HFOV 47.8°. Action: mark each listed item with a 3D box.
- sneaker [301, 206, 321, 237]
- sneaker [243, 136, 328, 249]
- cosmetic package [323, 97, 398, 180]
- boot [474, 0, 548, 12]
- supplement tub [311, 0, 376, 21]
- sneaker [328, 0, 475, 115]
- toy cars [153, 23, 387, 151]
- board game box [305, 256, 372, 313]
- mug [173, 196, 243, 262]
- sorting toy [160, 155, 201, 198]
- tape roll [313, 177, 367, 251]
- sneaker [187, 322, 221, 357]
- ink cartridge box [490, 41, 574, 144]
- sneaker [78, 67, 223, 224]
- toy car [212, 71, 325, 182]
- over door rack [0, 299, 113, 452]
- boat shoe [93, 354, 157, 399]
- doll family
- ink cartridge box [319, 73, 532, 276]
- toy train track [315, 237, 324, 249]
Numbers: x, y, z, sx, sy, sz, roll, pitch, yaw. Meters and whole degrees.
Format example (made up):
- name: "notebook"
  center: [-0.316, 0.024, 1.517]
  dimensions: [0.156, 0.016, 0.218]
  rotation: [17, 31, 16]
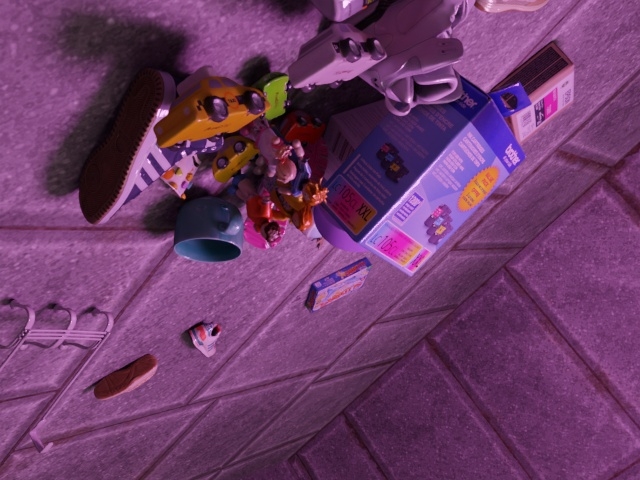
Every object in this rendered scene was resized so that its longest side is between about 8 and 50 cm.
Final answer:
- name: "sneaker"
  center: [0.125, -0.064, 1.746]
  dimensions: [0.365, 0.150, 0.135]
  rotation: [-23, 154, -29]
- name: "sneaker"
  center: [-0.078, -0.110, 1.445]
  dimensions: [0.252, 0.103, 0.111]
  rotation: [-55, -162, 8]
- name: "cosmetic package"
  center: [0.114, -0.181, 1.495]
  dimensions: [0.183, 0.151, 0.151]
  rotation: [-21, 153, -30]
- name: "boot"
  center: [0.388, -0.512, 1.338]
  dimensions: [0.213, 0.077, 0.165]
  rotation: [-18, 150, -31]
- name: "supplement tub"
  center: [0.073, -0.406, 1.033]
  dimensions: [0.190, 0.117, 0.117]
  rotation: [-32, 158, -9]
- name: "sneaker"
  center: [0.206, -0.358, 1.197]
  dimensions: [0.365, 0.210, 0.137]
  rotation: [-34, 158, -4]
- name: "toy cars"
  center: [-0.070, -0.236, 1.034]
  dimensions: [0.393, 0.087, 0.176]
  rotation: [-27, -178, -18]
- name: "board game box"
  center: [0.054, 0.136, 2.193]
  dimensions: [0.201, 0.035, 0.136]
  rotation: [-25, 155, -25]
- name: "mug"
  center: [-0.198, -0.027, 1.369]
  dimensions: [0.157, 0.098, 0.129]
  rotation: [-8, 156, 19]
- name: "sorting toy"
  center: [-0.239, -0.120, 1.265]
  dimensions: [0.075, 0.044, 0.083]
  rotation: [-53, 160, -10]
- name: "tape roll"
  center: [0.080, -0.074, 1.609]
  dimensions: [0.188, 0.189, 0.080]
  rotation: [-28, 157, -19]
- name: "sneaker"
  center: [-0.290, 0.259, 1.907]
  dimensions: [0.075, 0.057, 0.161]
  rotation: [-29, 155, -2]
- name: "ink cartridge box"
  center: [0.544, -0.365, 1.841]
  dimensions: [0.193, 0.088, 0.234]
  rotation: [-38, 157, 7]
- name: "sneaker"
  center: [-0.257, -0.132, 1.124]
  dimensions: [0.153, 0.099, 0.282]
  rotation: [-2, 137, -51]
- name: "toy car"
  center: [-0.091, -0.217, 1.256]
  dimensions: [0.239, 0.053, 0.225]
  rotation: [-28, 156, -22]
- name: "over door rack"
  center: [-0.573, 0.263, 1.401]
  dimensions: [0.324, 0.108, 0.239]
  rotation: [-61, 155, 5]
- name: "boat shoe"
  center: [-0.481, 0.352, 1.807]
  dimensions: [0.170, 0.063, 0.059]
  rotation: [-28, 151, -21]
- name: "doll family"
  center: [-0.058, -0.105, 1.234]
  dimensions: [0.118, 0.163, 0.263]
  rotation: [-25, 155, -27]
- name: "ink cartridge box"
  center: [0.214, -0.145, 1.345]
  dimensions: [0.395, 0.151, 0.270]
  rotation: [-49, 148, 8]
- name: "toy train track"
  center: [0.000, 0.000, 1.875]
  dimensions: [0.048, 0.014, 0.083]
  rotation: [-36, 165, -20]
